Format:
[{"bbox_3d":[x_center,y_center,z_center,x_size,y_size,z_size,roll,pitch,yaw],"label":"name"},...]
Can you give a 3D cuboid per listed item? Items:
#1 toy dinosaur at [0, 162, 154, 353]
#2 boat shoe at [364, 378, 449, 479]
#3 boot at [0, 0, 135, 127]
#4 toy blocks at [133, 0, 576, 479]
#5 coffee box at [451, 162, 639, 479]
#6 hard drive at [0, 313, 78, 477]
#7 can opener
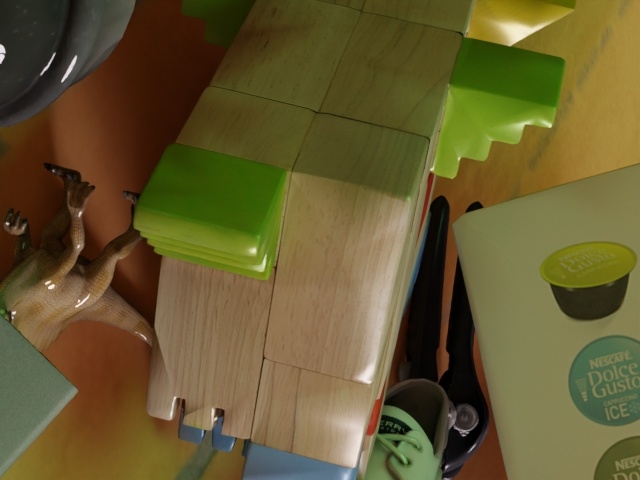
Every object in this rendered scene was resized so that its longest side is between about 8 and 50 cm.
[{"bbox_3d":[-0.117,0.016,0.776,0.183,0.053,0.092,13,98,-69],"label":"toy dinosaur"},{"bbox_3d":[0.025,0.126,0.917,0.226,0.083,0.076,-47,157,-76],"label":"boat shoe"},{"bbox_3d":[-0.288,-0.082,0.297,0.367,0.146,0.445,48,43,-2],"label":"boot"},{"bbox_3d":[0.000,0.000,0.822,0.381,0.191,0.261,-70,172,-55],"label":"toy blocks"},{"bbox_3d":[0.302,0.139,1.004,0.338,0.337,0.334,48,29,-65],"label":"coffee box"},{"bbox_3d":[-0.170,0.082,0.658,0.135,0.022,0.094,-49,135,-13],"label":"hard drive"},{"bbox_3d":[0.078,0.062,1.072,0.059,0.073,0.186,4,83,-18],"label":"can opener"}]
